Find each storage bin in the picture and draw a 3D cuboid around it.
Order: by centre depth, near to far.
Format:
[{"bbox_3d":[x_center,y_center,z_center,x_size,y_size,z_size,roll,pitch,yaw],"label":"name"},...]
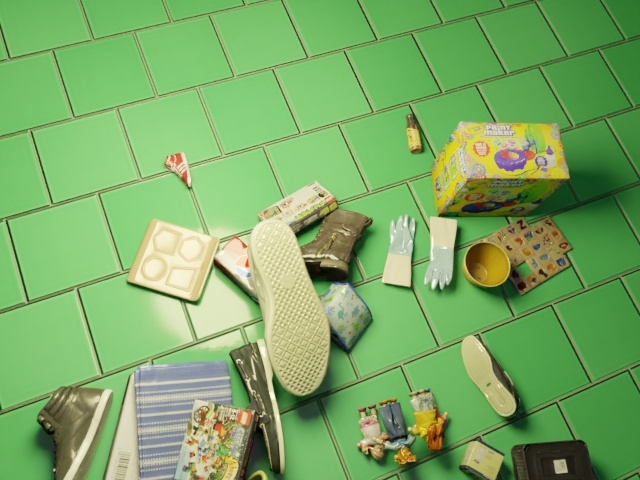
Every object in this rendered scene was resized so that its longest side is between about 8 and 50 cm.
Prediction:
[{"bbox_3d":[0.605,0.591,1.671,0.180,0.084,0.122,-1,70,-8],"label":"storage bin"}]

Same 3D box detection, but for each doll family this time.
[{"bbox_3d":[0.223,0.482,1.635,0.263,0.118,0.163,-13,72,-13],"label":"doll family"}]

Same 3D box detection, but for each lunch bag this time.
[{"bbox_3d":[0.062,0.206,1.730,0.151,0.096,0.129,48,68,-21],"label":"lunch bag"}]

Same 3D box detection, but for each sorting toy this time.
[{"bbox_3d":[-0.400,0.054,1.751,0.208,0.038,0.193,15,68,2],"label":"sorting toy"}]

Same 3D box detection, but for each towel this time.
[{"bbox_3d":[-0.329,0.467,1.564,0.243,0.040,0.336,1,75,-27],"label":"towel"}]

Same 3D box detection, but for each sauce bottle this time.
[{"bbox_3d":[0.288,-0.334,1.991,0.042,0.042,0.128,-4,68,-10],"label":"sauce bottle"}]

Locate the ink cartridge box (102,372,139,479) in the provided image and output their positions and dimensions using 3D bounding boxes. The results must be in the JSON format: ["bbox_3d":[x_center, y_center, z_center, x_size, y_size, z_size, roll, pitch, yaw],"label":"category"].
[{"bbox_3d":[-0.385,0.486,1.578,0.239,0.060,0.275,18,67,-21],"label":"ink cartridge box"}]

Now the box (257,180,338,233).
[{"bbox_3d":[-0.064,-0.085,1.823,0.207,0.036,0.114,-31,49,-17],"label":"box"}]

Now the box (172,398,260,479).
[{"bbox_3d":[-0.248,0.503,1.494,0.159,0.044,0.233,5,67,17],"label":"box"}]

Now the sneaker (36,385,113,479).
[{"bbox_3d":[-0.617,0.484,1.524,0.146,0.104,0.296,15,62,-1],"label":"sneaker"}]

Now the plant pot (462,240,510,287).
[{"bbox_3d":[0.462,0.082,1.832,0.134,0.095,0.134,3,69,-7],"label":"plant pot"}]

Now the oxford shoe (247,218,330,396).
[{"bbox_3d":[-0.085,0.168,1.623,0.169,0.130,0.449,-14,88,-19],"label":"oxford shoe"}]

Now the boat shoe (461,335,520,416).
[{"bbox_3d":[0.466,0.367,1.750,0.079,0.084,0.233,-2,56,-50],"label":"boat shoe"}]

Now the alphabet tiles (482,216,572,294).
[{"bbox_3d":[0.636,0.027,1.926,0.237,0.009,0.198,-27,76,-17],"label":"alphabet tiles"}]

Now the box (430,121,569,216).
[{"bbox_3d":[0.504,-0.199,1.845,0.290,0.279,0.177,-1,70,-8],"label":"box"}]

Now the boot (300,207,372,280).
[{"bbox_3d":[0.000,0.000,1.804,0.263,0.091,0.229,8,52,14],"label":"boot"}]

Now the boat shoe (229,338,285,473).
[{"bbox_3d":[-0.163,0.418,1.599,0.113,0.127,0.340,-9,70,-10],"label":"boat shoe"}]

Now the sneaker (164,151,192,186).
[{"bbox_3d":[-0.410,-0.199,1.836,0.067,0.042,0.118,-12,64,-17],"label":"sneaker"}]

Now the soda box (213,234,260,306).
[{"bbox_3d":[-0.167,0.111,1.735,0.263,0.083,0.092,42,70,7],"label":"soda box"}]

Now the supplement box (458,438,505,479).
[{"bbox_3d":[0.420,0.575,1.663,0.083,0.056,0.083,30,68,3],"label":"supplement box"}]

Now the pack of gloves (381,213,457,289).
[{"bbox_3d":[0.289,0.038,1.863,0.195,0.046,0.232,8,65,7],"label":"pack of gloves"}]

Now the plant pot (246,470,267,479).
[{"bbox_3d":[-0.094,0.710,1.448,0.254,0.276,0.276,32,68,-9],"label":"plant pot"}]
